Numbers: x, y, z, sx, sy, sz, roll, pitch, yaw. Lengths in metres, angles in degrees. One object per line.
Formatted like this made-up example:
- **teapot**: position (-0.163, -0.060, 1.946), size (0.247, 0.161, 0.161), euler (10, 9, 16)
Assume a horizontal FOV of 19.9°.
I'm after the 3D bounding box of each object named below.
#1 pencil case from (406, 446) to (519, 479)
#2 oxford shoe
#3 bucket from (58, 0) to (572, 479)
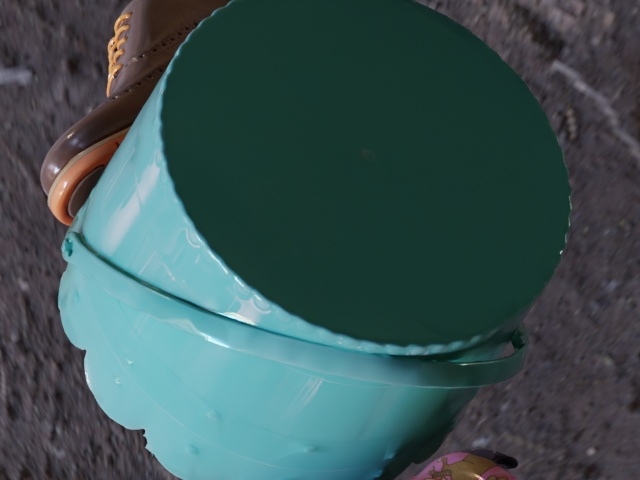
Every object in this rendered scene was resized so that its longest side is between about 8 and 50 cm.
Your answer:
- **pencil case**: position (-0.012, 0.253, 1.080), size (0.386, 0.167, 0.160), euler (-19, 39, -37)
- **oxford shoe**: position (-0.140, -0.123, 1.524), size (0.133, 0.130, 0.364), euler (38, 35, 7)
- **bucket**: position (0.000, 0.000, 1.053), size (0.281, 0.183, 0.281), euler (9, 57, -15)
